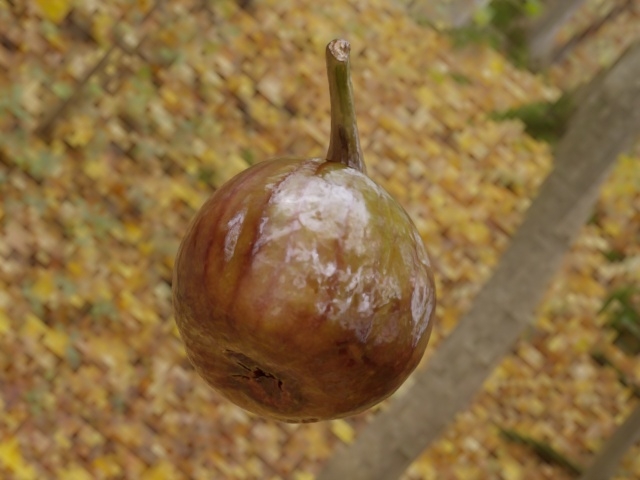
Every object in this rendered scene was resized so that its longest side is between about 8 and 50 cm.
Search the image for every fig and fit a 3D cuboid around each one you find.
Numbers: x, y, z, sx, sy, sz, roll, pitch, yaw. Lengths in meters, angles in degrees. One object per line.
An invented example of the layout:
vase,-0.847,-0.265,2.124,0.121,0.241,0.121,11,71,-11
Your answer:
fig,0.000,0.007,1.228,0.175,0.207,0.175,14,-35,10
